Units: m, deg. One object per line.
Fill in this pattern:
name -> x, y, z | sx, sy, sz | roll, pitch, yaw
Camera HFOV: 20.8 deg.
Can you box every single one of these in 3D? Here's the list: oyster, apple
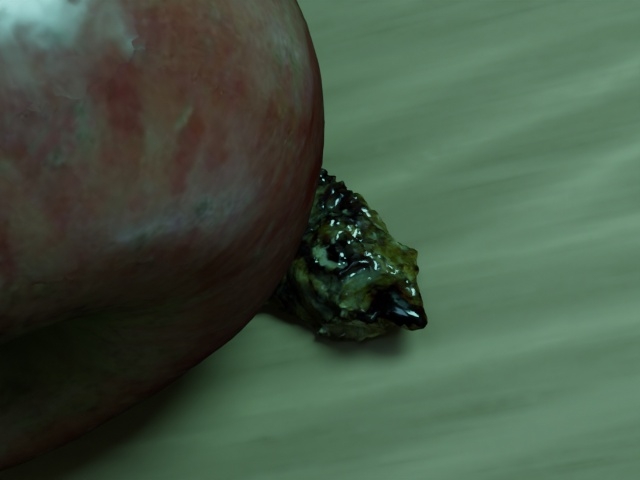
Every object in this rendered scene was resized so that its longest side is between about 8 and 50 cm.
oyster -> -0.001, -0.001, 0.790 | 0.132, 0.029, 0.086 | 9, 69, 27
apple -> -0.174, -0.049, 0.712 | 0.345, 0.345, 0.269 | -29, 69, 6
